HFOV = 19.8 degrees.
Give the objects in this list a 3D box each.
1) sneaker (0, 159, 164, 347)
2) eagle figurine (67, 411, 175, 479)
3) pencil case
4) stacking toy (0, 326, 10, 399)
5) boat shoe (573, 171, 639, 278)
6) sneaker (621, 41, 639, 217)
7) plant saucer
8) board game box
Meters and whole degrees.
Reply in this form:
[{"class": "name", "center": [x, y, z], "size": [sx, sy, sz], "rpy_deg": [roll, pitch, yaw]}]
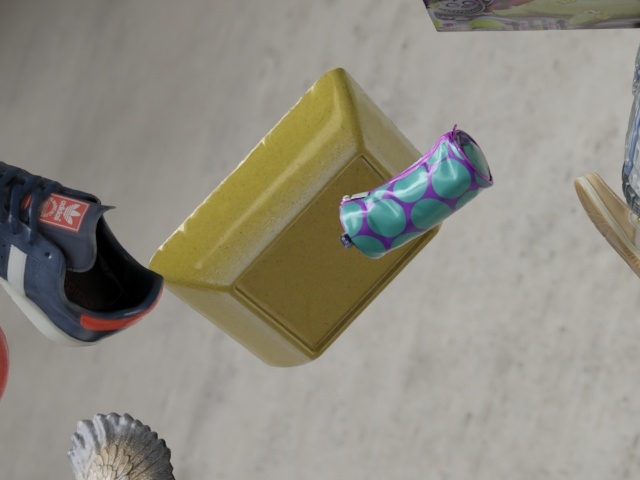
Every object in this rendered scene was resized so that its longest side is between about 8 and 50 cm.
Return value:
[{"class": "sneaker", "center": [-0.292, -0.028, 1.787], "size": [0.148, 0.350, 0.131], "rpy_deg": [-15, 46, 43]}, {"class": "eagle figurine", "center": [-0.246, 0.363, 2.095], "size": [0.225, 0.298, 0.226], "rpy_deg": [-31, 0, 12]}, {"class": "pencil case", "center": [0.088, -0.043, 1.725], "size": [0.151, 0.070, 0.064], "rpy_deg": [-33, 17, 23]}, {"class": "stacking toy", "center": [-0.406, 0.122, 1.383], "size": [0.309, 0.279, 0.130], "rpy_deg": [-57, 22, -1]}, {"class": "boat shoe", "center": [0.325, -0.009, 1.855], "size": [0.059, 0.170, 0.063], "rpy_deg": [-40, 5, -3]}, {"class": "sneaker", "center": [0.326, -0.114, 1.545], "size": [0.297, 0.129, 0.111], "rpy_deg": [-69, -9, -50]}, {"class": "plant saucer", "center": [0.000, 0.000, 2.223], "size": [0.333, 0.333, 0.081], "rpy_deg": [-47, 53, 1]}, {"class": "board game box", "center": [0.248, -0.219, 1.453], "size": [0.208, 0.346, 0.056], "rpy_deg": [52, -140, -70]}]
